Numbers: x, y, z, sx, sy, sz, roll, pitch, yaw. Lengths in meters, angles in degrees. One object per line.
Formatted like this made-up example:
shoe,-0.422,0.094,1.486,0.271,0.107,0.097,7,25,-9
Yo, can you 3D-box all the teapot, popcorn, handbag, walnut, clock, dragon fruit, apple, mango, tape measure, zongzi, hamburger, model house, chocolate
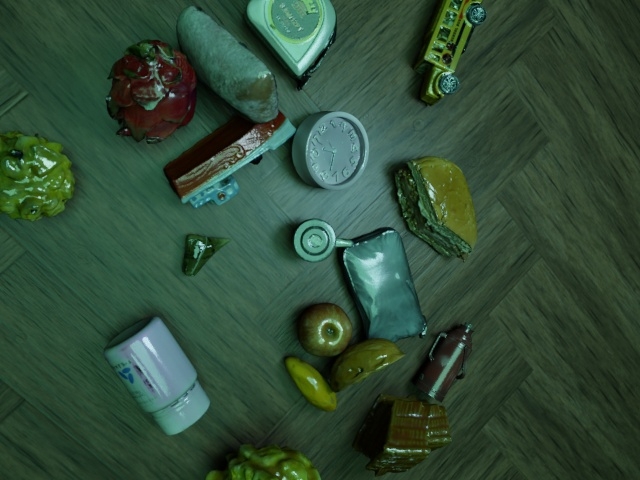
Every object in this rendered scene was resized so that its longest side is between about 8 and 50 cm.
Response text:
teapot,-0.006,-0.009,1.362,0.149,0.108,0.111,-23,98,-9
popcorn,-0.140,0.651,1.264,0.325,0.321,0.290,-42,105,-29
handbag,0.175,0.140,1.451,0.191,0.075,0.332,-21,97,-18
walnut,0.107,0.307,1.373,0.211,0.167,0.087,-30,80,10
clock,0.027,-0.227,1.343,0.197,0.068,0.197,-9,106,-33
dragon fruit,-0.368,-0.313,1.162,0.193,0.274,0.192,-2,58,-22
apple,0.011,0.233,1.373,0.146,0.131,0.146,0,92,-14
mango,-0.021,0.378,1.393,0.075,0.098,0.190,-41,99,-19
popcorn,-0.639,-0.141,1.126,0.218,0.169,0.189,10,93,-24
tape measure,-0.052,-0.528,1.308,0.207,0.115,0.235,-44,109,-4
zongzi,-0.282,0.041,1.317,0.113,0.052,0.104,6,100,-30
hamburger,0.319,-0.098,1.435,0.282,0.155,0.245,22,81,-22
model house,0.227,0.527,1.416,0.199,0.229,0.220,19,90,-12
chocolate,-0.219,-0.374,1.172,0.100,0.185,0.303,-40,71,-12

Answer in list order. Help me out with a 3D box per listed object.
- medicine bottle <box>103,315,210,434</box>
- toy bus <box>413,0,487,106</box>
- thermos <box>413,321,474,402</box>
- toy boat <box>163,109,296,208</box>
medicine bottle,-0.380,0.319,1.251,0.152,0.152,0.254,-31,103,-12
toy bus,0.341,-0.536,1.421,0.123,0.121,0.335,23,87,-8
thermos,0.359,0.332,1.503,0.124,0.099,0.232,33,86,-15
toy boat,-0.203,-0.196,1.276,0.332,0.145,0.133,-37,127,-9
